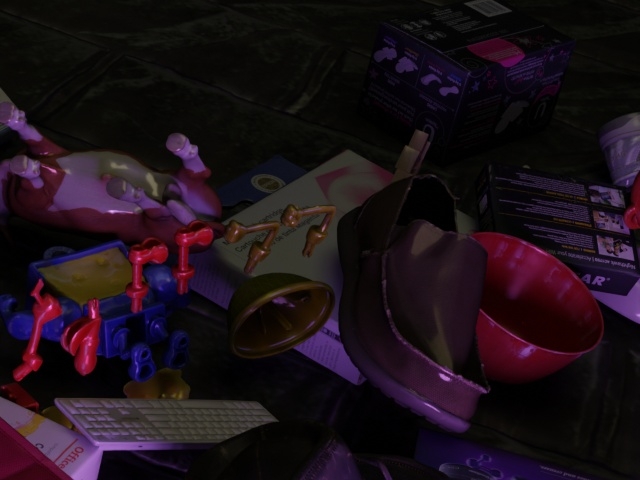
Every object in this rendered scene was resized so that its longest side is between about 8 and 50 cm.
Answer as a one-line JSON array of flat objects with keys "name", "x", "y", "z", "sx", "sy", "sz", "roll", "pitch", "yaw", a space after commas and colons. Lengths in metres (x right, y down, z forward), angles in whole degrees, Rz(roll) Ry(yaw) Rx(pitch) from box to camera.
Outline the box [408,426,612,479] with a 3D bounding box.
[{"name": "box", "x": 0.191, "y": 0.287, "z": 1.498, "sx": 0.261, "sy": 0.103, "sz": 0.184, "roll": 15, "pitch": 34, "yaw": 0}]

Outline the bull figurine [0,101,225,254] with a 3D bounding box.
[{"name": "bull figurine", "x": -0.250, "y": -0.054, "z": 1.744, "sx": 0.310, "sy": 0.188, "sz": 0.101, "roll": 6, "pitch": 69, "yaw": 6}]

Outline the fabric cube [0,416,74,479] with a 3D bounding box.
[{"name": "fabric cube", "x": -0.297, "y": 0.284, "z": 1.141, "sx": 0.259, "sy": 0.254, "sz": 0.258, "roll": 33, "pitch": 36, "yaw": 27}]

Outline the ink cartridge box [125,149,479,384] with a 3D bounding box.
[{"name": "ink cartridge box", "x": 0.000, "y": 0.000, "z": 1.902, "sx": 0.330, "sy": 0.071, "sz": 0.324, "roll": 30, "pitch": 35, "yaw": 20}]

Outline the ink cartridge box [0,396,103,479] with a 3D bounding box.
[{"name": "ink cartridge box", "x": -0.267, "y": 0.204, "z": 1.458, "sx": 0.198, "sy": 0.067, "sz": 0.115, "roll": 23, "pitch": 31, "yaw": 12}]

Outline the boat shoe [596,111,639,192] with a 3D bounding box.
[{"name": "boat shoe", "x": 0.521, "y": -0.111, "z": 2.279, "sx": 0.320, "sy": 0.118, "sz": 0.103, "roll": 2, "pitch": 70, "yaw": -26}]

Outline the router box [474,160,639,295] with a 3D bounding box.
[{"name": "router box", "x": 0.270, "y": -0.014, "z": 1.930, "sx": 0.179, "sy": 0.046, "sz": 0.133, "roll": 10, "pitch": 51, "yaw": -14}]

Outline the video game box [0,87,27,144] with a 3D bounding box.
[{"name": "video game box", "x": -0.456, "y": -0.162, "z": 1.903, "sx": 0.187, "sy": 0.048, "sz": 0.205, "roll": 48, "pitch": 36, "yaw": 0}]

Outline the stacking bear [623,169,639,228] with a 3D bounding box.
[{"name": "stacking bear", "x": 0.486, "y": -0.023, "z": 1.961, "sx": 0.289, "sy": 0.175, "sz": 0.164, "roll": 16, "pitch": 33, "yaw": -29}]

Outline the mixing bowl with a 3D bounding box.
[{"name": "mixing bowl", "x": 0.199, "y": 0.087, "z": 1.803, "sx": 0.181, "sy": 0.098, "sz": 0.181, "roll": 21, "pitch": 34, "yaw": -15}]

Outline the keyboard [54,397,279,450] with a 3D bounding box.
[{"name": "keyboard", "x": -0.128, "y": 0.168, "z": 1.561, "sx": 0.256, "sy": 0.014, "sz": 0.072, "roll": 7, "pitch": 29, "yaw": -47}]

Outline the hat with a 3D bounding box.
[{"name": "hat", "x": -0.028, "y": 0.230, "z": 1.361, "sx": 0.331, "sy": 0.134, "sz": 0.331, "roll": -11, "pitch": 28, "yaw": 6}]

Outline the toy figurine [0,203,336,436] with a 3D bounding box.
[{"name": "toy figurine", "x": -0.186, "y": 0.033, "z": 1.656, "sx": 0.362, "sy": 0.191, "sz": 0.217, "roll": -19, "pitch": 36, "yaw": -33}]

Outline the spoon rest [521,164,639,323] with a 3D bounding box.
[{"name": "spoon rest", "x": 0.333, "y": 0.022, "z": 2.020, "sx": 0.276, "sy": 0.084, "sz": 0.137, "roll": 35, "pitch": 36, "yaw": 7}]

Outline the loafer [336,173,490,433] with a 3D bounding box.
[{"name": "loafer", "x": 0.096, "y": 0.041, "z": 1.656, "sx": 0.134, "sy": 0.130, "sz": 0.366, "roll": 30, "pitch": 24, "yaw": -26}]

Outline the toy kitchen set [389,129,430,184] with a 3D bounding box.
[{"name": "toy kitchen set", "x": 0.125, "y": -0.069, "z": 1.948, "sx": 0.075, "sy": 0.083, "sz": 0.068, "roll": 23, "pitch": -12, "yaw": 10}]

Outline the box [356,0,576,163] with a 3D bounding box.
[{"name": "box", "x": 0.195, "y": -0.221, "z": 2.266, "sx": 0.163, "sy": 0.142, "sz": 0.247, "roll": 34, "pitch": 35, "yaw": 30}]
